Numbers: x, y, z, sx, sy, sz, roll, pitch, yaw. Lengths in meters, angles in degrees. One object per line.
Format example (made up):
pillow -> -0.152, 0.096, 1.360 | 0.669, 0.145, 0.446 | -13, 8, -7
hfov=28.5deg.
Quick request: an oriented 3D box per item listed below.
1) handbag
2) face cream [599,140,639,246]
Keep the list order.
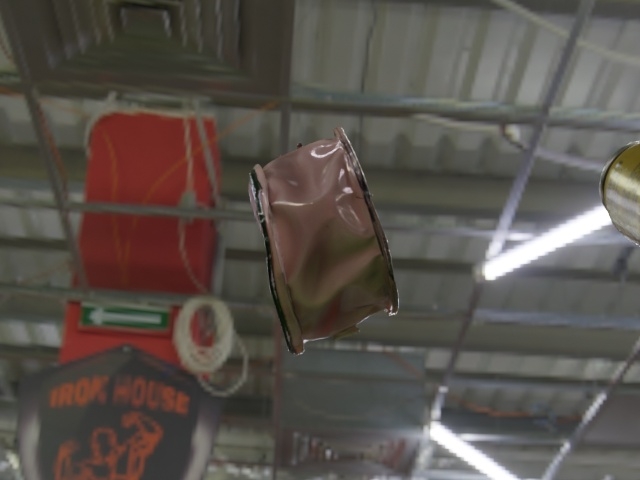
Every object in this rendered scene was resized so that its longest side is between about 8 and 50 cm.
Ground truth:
handbag -> -0.001, 0.000, 1.244 | 0.116, 0.205, 0.179 | -16, -6, -2
face cream -> 0.324, -0.022, 1.065 | 0.105, 0.105, 0.349 | 9, 12, -11
